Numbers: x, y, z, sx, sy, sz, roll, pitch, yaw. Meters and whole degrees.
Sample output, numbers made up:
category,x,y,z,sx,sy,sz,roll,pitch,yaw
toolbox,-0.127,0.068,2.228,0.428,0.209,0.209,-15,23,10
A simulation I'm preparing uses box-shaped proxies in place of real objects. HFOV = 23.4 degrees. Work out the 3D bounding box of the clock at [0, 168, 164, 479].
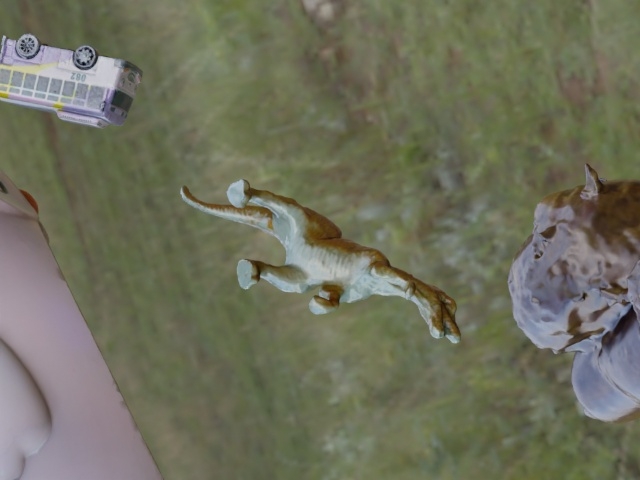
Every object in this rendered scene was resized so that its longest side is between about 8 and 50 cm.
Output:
category,x,y,z,sx,sy,sz,roll,pitch,yaw
clock,-0.290,0.109,1.170,0.376,0.250,0.368,64,171,7

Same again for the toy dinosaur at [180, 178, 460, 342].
category,x,y,z,sx,sy,sz,roll,pitch,yaw
toy dinosaur,0.001,0.000,1.084,0.212,0.142,0.057,51,124,50

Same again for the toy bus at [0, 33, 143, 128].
category,x,y,z,sx,sy,sz,roll,pitch,yaw
toy bus,-0.193,-0.120,1.178,0.052,0.102,0.058,25,-102,-77

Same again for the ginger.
category,x,y,z,sx,sy,sz,roll,pitch,yaw
ginger,0.335,0.022,1.362,0.418,0.176,0.254,-25,107,48
